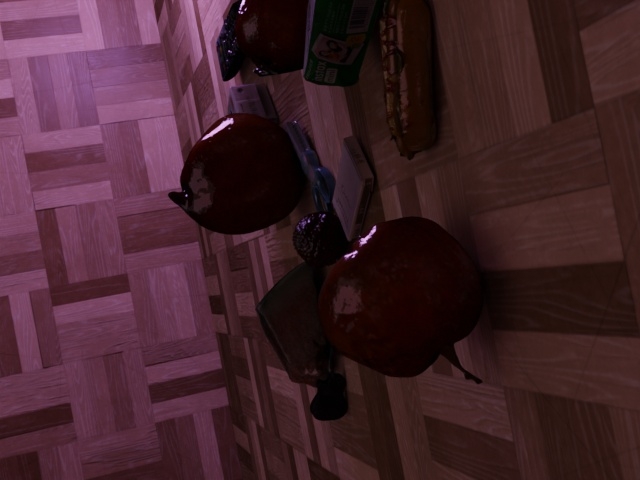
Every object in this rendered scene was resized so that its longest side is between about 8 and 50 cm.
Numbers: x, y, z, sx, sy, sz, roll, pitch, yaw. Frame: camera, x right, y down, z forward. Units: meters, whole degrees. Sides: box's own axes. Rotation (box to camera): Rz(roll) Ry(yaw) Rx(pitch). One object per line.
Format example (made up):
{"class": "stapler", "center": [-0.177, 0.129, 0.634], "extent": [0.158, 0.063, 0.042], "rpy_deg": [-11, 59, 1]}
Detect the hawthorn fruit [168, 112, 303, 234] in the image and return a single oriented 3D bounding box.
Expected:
{"class": "hawthorn fruit", "center": [-0.182, -0.148, 1.980], "extent": [0.311, 0.295, 0.295], "rpy_deg": [-59, -3, -27]}

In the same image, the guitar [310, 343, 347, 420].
{"class": "guitar", "center": [0.027, 0.311, 1.940], "extent": [0.025, 0.088, 0.234], "rpy_deg": [-137, 50, -65]}

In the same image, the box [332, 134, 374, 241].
{"class": "box", "center": [0.062, -0.098, 1.629], "extent": [0.198, 0.029, 0.109], "rpy_deg": [101, 153, -53]}

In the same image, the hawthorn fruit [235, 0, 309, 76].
{"class": "hawthorn fruit", "center": [-0.067, -0.442, 1.631], "extent": [0.189, 0.189, 0.252], "rpy_deg": [-162, 82, -71]}

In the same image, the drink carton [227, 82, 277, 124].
{"class": "drink carton", "center": [-0.195, -0.266, 2.238], "extent": [0.315, 0.106, 0.131], "rpy_deg": [106, 148, -55]}

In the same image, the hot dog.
{"class": "hot dog", "center": [0.126, -0.242, 1.254], "extent": [0.104, 0.076, 0.250], "rpy_deg": [-139, 44, -63]}

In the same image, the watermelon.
{"class": "watermelon", "center": [-0.074, 0.205, 2.013], "extent": [0.264, 0.151, 0.302], "rpy_deg": [109, 149, -73]}

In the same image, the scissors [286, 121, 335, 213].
{"class": "scissors", "center": [-0.023, -0.170, 1.860], "extent": [0.125, 0.030, 0.256], "rpy_deg": [102, 150, -54]}

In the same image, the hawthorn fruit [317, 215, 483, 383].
{"class": "hawthorn fruit", "center": [0.136, 0.104, 1.207], "extent": [0.271, 0.242, 0.242], "rpy_deg": [43, 156, 6]}

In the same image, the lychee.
{"class": "lychee", "center": [0.004, 0.000, 1.740], "extent": [0.129, 0.123, 0.123], "rpy_deg": [53, -167, -55]}

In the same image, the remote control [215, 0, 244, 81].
{"class": "remote control", "center": [-0.224, -0.543, 2.242], "extent": [0.399, 0.062, 0.145], "rpy_deg": [164, 96, -75]}

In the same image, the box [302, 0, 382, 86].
{"class": "box", "center": [0.035, -0.383, 1.334], "extent": [0.250, 0.102, 0.180], "rpy_deg": [108, 168, -59]}
